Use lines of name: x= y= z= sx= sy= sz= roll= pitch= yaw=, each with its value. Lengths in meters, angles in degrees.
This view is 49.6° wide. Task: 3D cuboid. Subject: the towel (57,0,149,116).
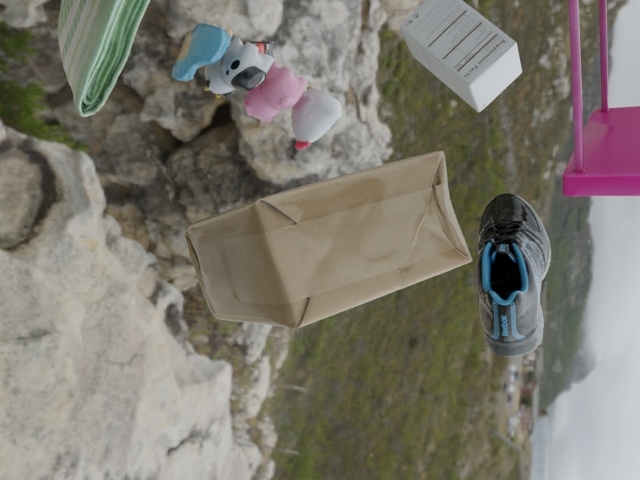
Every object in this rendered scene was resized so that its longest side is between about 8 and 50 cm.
towel: x=-0.179 y=-0.269 z=0.624 sx=0.038 sy=0.325 sz=0.248 roll=19 pitch=108 yaw=-31

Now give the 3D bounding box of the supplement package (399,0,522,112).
supplement package: x=0.240 y=-0.326 z=1.183 sx=0.105 sy=0.179 sz=0.105 roll=-43 pitch=155 yaw=5

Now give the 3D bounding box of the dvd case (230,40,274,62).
dvd case: x=-0.173 y=-0.443 z=1.686 sx=0.013 sy=0.119 sz=0.087 roll=-96 pitch=-175 yaw=-51

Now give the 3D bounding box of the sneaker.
sneaker: x=0.329 y=0.025 z=1.179 sx=0.341 sy=0.125 sz=0.139 roll=-80 pitch=156 yaw=-43

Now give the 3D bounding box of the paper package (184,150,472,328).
paper package: x=0.000 y=0.000 z=1.026 sx=0.309 sy=0.325 sz=0.168 roll=-18 pitch=94 yaw=-25

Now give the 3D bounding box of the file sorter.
file sorter: x=0.349 y=-0.153 z=0.528 sx=0.202 sy=0.291 sz=0.182 roll=-43 pitch=128 yaw=-53

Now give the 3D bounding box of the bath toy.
bath toy: x=-0.113 y=-0.290 z=1.361 sx=0.348 sy=0.151 sz=0.129 roll=24 pitch=96 yaw=-37
